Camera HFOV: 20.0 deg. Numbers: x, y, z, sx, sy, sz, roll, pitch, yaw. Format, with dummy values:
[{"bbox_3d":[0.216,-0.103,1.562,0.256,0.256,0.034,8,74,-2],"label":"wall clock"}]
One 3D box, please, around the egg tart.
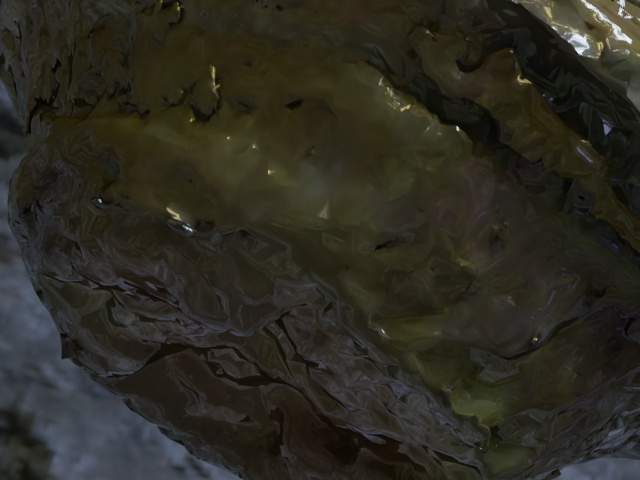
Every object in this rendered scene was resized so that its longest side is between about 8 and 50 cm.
[{"bbox_3d":[0.000,0.000,0.683,0.352,0.150,0.352,26,-27,14],"label":"egg tart"}]
